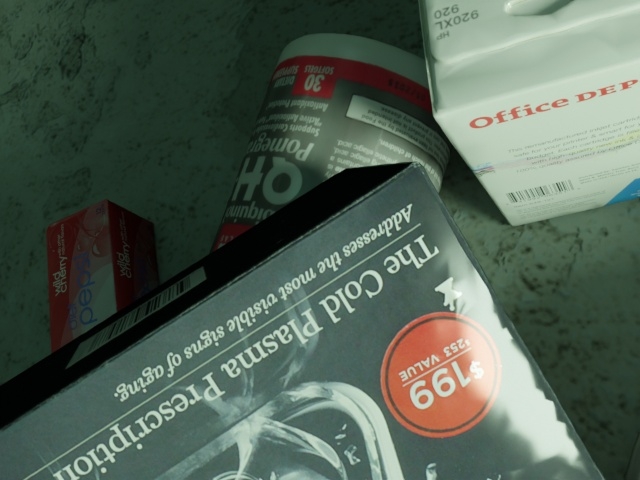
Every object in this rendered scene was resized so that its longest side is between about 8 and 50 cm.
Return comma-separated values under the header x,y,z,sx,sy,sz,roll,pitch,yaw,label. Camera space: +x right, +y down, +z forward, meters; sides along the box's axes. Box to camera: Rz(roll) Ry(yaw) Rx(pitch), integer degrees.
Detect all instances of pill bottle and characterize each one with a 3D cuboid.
x,y,z,sx,sy,sz,roll,pitch,yaw,label
0.000,0.000,0.659,0.176,0.176,0.318,12,78,29,pill bottle

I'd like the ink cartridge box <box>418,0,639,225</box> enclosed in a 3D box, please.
x,y,z,sx,sy,sz,roll,pitch,yaw,label
0.191,-0.139,0.580,0.171,0.233,0.168,-13,68,22,ink cartridge box

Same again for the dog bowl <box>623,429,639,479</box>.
x,y,z,sx,sy,sz,roll,pitch,yaw,label
0.361,0.186,0.461,0.349,0.102,0.349,-9,69,24,dog bowl

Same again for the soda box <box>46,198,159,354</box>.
x,y,z,sx,sy,sz,roll,pitch,yaw,label
-0.221,0.096,0.790,0.092,0.083,0.263,-21,65,19,soda box

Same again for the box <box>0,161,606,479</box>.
x,y,z,sx,sy,sz,roll,pitch,yaw,label
-0.023,0.170,0.476,0.343,0.179,0.312,-33,100,-6,box
